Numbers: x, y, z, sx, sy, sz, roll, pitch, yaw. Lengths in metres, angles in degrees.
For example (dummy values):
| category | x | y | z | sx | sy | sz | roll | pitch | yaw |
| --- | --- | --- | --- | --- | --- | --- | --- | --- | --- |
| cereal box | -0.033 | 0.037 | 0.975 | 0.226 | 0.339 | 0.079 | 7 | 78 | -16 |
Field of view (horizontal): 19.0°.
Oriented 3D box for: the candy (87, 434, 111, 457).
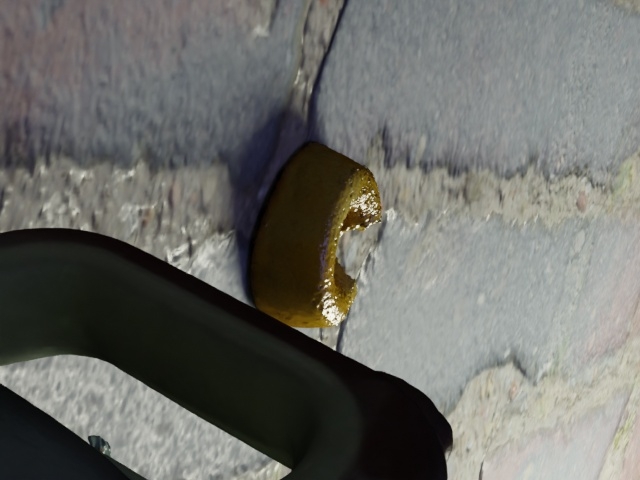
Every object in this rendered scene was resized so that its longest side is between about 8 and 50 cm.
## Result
| category | x | y | z | sx | sy | sz | roll | pitch | yaw |
| --- | --- | --- | --- | --- | --- | --- | --- | --- | --- |
| candy | -0.135 | 0.114 | 0.858 | 0.175 | 0.043 | 0.045 | -10 | 124 | -65 |

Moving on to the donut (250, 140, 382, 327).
| category | x | y | z | sx | sy | sz | roll | pitch | yaw |
| --- | --- | --- | --- | --- | --- | --- | --- | --- | --- |
| donut | 0.000 | 0.000 | 1.084 | 0.097 | 0.043 | 0.108 | 27 | 77 | -67 |

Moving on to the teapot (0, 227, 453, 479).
| category | x | y | z | sx | sy | sz | roll | pitch | yaw |
| --- | --- | --- | --- | --- | --- | --- | --- | --- | --- |
| teapot | -0.125 | 0.106 | 0.538 | 0.315 | 0.312 | 0.233 | -51 | 150 | -41 |
